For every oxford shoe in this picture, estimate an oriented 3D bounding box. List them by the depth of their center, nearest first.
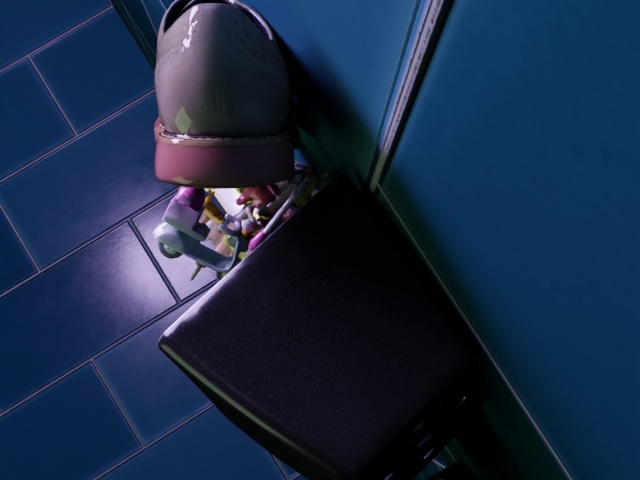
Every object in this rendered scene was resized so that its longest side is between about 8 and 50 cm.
[{"bbox_3d":[-0.071,-0.130,0.713,0.348,0.123,0.130,-127,36,-73],"label":"oxford shoe"}]

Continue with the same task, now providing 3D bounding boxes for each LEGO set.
[{"bbox_3d":[-0.055,-0.050,0.789,0.132,0.107,0.287,35,-163,-15],"label":"LEGO set"}]

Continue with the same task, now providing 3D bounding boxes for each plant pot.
[{"bbox_3d":[0.021,0.100,0.696,0.167,0.187,0.188,42,167,26],"label":"plant pot"}]

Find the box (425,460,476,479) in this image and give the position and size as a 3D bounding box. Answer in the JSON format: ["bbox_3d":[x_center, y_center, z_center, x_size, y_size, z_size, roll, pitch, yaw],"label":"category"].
[{"bbox_3d":[0.259,0.471,1.023,0.318,0.097,0.395,62,173,-15],"label":"box"}]

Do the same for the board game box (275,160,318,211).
[{"bbox_3d":[0.000,0.000,0.949,0.170,0.048,0.141,59,173,-14],"label":"board game box"}]
